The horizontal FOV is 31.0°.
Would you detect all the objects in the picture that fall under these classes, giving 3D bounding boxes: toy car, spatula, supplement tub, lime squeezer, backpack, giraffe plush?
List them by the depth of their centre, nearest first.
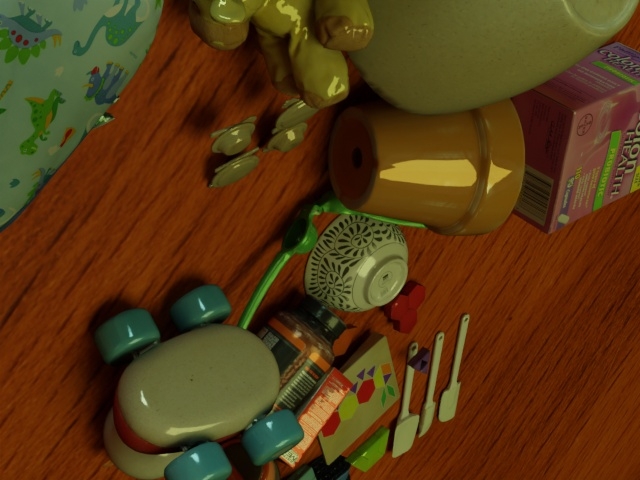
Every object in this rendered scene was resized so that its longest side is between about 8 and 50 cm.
[{"bbox_3d":[-0.286,-0.173,0.922,0.355,0.273,0.290,-38,157,5],"label":"backpack"},{"bbox_3d":[-0.059,-0.245,1.168,0.170,0.181,0.210,-6,117,-34],"label":"giraffe plush"},{"bbox_3d":[-0.178,0.214,1.406,0.210,0.219,0.238,-18,160,-39],"label":"toy car"},{"bbox_3d":[0.000,0.000,1.490,0.310,0.059,0.110,-29,125,-24],"label":"lime squeezer"},{"bbox_3d":[-0.053,0.167,1.535,0.198,0.106,0.106,-49,143,-6],"label":"supplement tub"},{"bbox_3d":[0.186,0.243,1.929,0.168,0.019,0.242,-23,133,-34],"label":"spatula"}]

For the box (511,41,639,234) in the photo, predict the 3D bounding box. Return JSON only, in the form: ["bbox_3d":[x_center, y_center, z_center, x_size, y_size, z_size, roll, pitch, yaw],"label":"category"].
[{"bbox_3d":[0.400,-0.158,1.761,0.243,0.117,0.214,-24,134,-35],"label":"box"}]

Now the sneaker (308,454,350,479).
[{"bbox_3d":[-0.038,0.417,1.766,0.232,0.081,0.090,-24,128,-38],"label":"sneaker"}]

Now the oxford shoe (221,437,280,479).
[{"bbox_3d":[-0.180,0.448,1.607,0.364,0.130,0.133,-46,149,-11],"label":"oxford shoe"}]

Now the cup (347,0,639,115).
[{"bbox_3d":[0.206,-0.298,1.246,0.331,0.237,0.331,-7,101,-43],"label":"cup"}]

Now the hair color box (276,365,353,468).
[{"bbox_3d":[-0.024,0.234,1.569,0.043,0.072,0.141,44,74,-23],"label":"hair color box"}]

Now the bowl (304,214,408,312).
[{"bbox_3d":[0.066,0.039,1.586,0.170,0.080,0.170,-27,135,-30],"label":"bowl"}]

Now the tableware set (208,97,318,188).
[{"bbox_3d":[-0.064,-0.116,1.313,0.141,0.020,0.169,-28,168,-17],"label":"tableware set"}]

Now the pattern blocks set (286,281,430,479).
[{"bbox_3d":[0.051,0.232,1.724,0.325,0.026,0.285,-32,130,-35],"label":"pattern blocks set"}]

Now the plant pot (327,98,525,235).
[{"bbox_3d":[0.120,-0.105,1.451,0.188,0.205,0.205,-3,122,-28],"label":"plant pot"}]
